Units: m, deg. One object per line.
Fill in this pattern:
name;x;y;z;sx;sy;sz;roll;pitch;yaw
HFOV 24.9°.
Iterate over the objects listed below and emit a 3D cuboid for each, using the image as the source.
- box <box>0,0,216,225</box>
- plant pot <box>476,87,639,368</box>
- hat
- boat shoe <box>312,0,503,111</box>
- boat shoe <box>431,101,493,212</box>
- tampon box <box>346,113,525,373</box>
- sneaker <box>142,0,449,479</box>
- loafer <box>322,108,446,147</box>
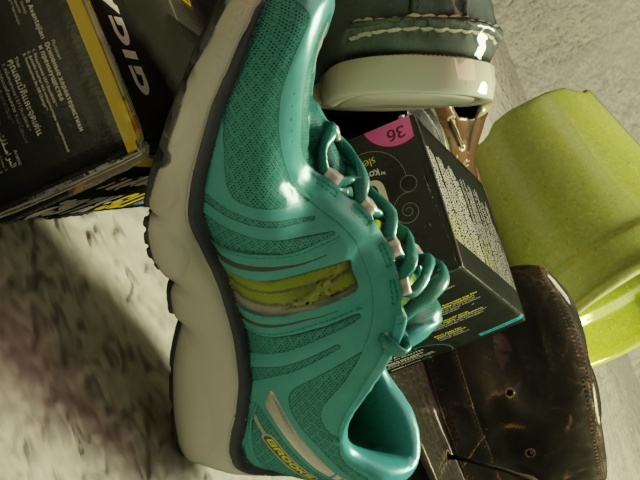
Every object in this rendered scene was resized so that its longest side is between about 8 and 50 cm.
box;-0.123;-0.172;0.674;0.257;0.079;0.322;-10;78;-77
plant pot;0.293;-0.022;1.632;0.254;0.276;0.276;61;11;24
hat;0.146;0.110;1.100;0.331;0.134;0.331;58;18;-32
boat shoe;0.023;-0.125;0.842;0.319;0.116;0.099;-162;-107;-76
boat shoe;0.129;-0.113;1.434;0.257;0.095;0.095;55;19;-40
tampon box;0.041;0.009;0.894;0.161;0.120;0.101;34;37;-65
sneaker;0.000;0.000;0.586;0.275;0.110;0.107;87;23;-44
loafer;0.036;-0.094;1.135;0.223;0.076;0.078;43;33;-48
